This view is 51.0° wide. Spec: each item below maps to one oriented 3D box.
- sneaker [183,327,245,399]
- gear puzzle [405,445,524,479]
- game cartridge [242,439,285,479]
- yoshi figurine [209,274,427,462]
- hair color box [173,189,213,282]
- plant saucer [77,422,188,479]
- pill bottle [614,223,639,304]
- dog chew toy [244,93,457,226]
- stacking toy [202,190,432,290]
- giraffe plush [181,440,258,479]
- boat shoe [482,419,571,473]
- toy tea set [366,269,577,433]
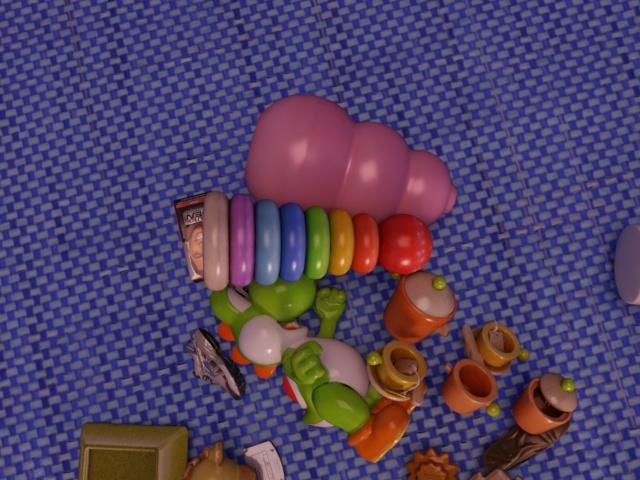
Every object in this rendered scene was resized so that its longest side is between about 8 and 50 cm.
[{"bbox_3d":[-0.175,0.211,1.099,0.058,0.052,0.135,-41,74,6],"label":"sneaker"},{"bbox_3d":[0.265,0.446,1.014,0.339,0.044,0.175,47,105,8],"label":"gear puzzle"},{"bbox_3d":[-0.088,0.368,1.082,0.056,0.017,0.083,-18,81,3],"label":"game cartridge"},{"bbox_3d":[-0.002,0.151,1.037,0.362,0.203,0.203,36,68,10],"label":"yoshi figurine"},{"bbox_3d":[-0.196,-0.006,1.132,0.072,0.043,0.141,-15,81,-1],"label":"hair color box"},{"bbox_3d":[-0.308,0.388,1.057,0.188,0.045,0.188,-1,81,11],"label":"plant saucer"},{"bbox_3d":[0.626,0.041,1.030,0.302,0.169,0.169,3,81,2],"label":"pill bottle"},{"bbox_3d":[0.053,-0.107,1.067,0.332,0.206,0.206,14,82,-3],"label":"dog chew toy"},{"bbox_3d":[0.000,0.000,0.964,0.331,0.141,0.141,0,81,-7],"label":"stacking toy"},{"bbox_3d":[-0.150,0.407,1.013,0.181,0.210,0.170,-30,46,21],"label":"giraffe plush"},{"bbox_3d":[0.323,0.315,1.058,0.152,0.049,0.056,-31,62,1],"label":"boat shoe"},{"bbox_3d":[0.234,0.161,0.995,0.336,0.124,0.200,19,44,-12],"label":"toy tea set"}]
